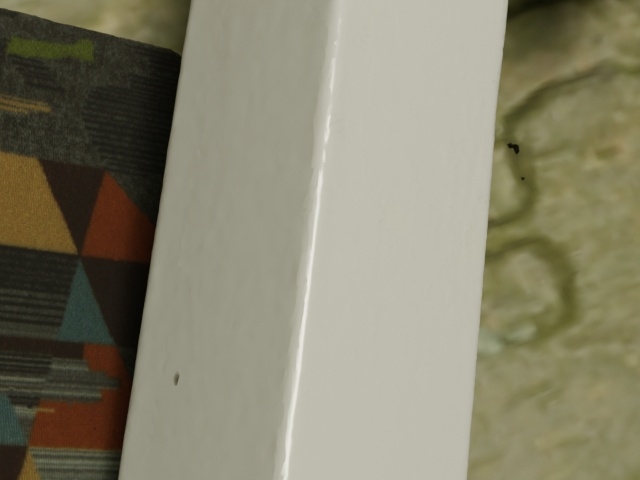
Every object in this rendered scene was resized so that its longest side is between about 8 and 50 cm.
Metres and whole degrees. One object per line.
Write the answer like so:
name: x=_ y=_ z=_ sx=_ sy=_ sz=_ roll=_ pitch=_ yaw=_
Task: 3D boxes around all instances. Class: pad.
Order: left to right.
pad: x=-0.084 y=0.027 z=0.493 sx=0.143 sy=0.003 sz=0.211 roll=9 pitch=67 yaw=-44

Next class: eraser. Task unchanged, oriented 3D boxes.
eraser: x=0.000 y=0.000 z=0.510 sx=0.078 sy=0.076 sz=0.298 roll=24 pitch=65 yaw=-40
